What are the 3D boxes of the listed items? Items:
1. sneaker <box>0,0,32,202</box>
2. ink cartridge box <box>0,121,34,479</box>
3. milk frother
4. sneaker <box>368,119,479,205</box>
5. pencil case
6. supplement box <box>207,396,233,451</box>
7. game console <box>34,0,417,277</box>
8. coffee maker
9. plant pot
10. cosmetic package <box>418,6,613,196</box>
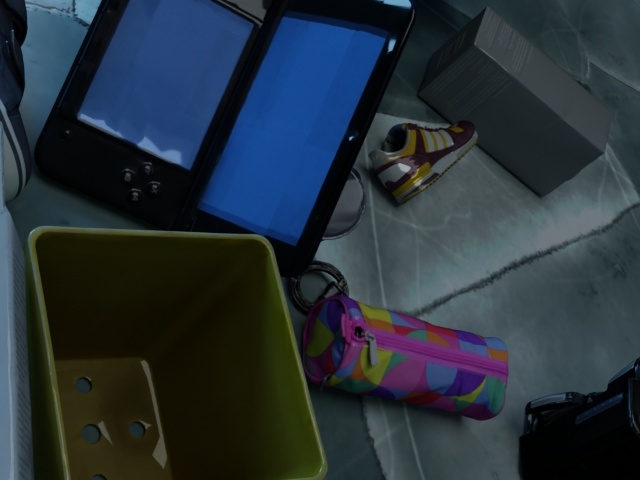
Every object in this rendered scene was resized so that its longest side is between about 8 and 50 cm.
[{"bbox_3d":[-0.322,-0.186,0.947,0.127,0.126,0.321,-23,77,-38],"label":"sneaker"},{"bbox_3d":[-0.357,0.091,0.669,0.324,0.071,0.330,-6,64,-7],"label":"ink cartridge box"},{"bbox_3d":[0.000,0.000,1.066,0.143,0.135,0.129,38,77,-8],"label":"milk frother"},{"bbox_3d":[0.131,-0.122,1.290,0.084,0.069,0.185,52,44,-6],"label":"sneaker"},{"bbox_3d":[0.092,0.126,1.085,0.236,0.104,0.104,16,55,-30],"label":"pencil case"},{"bbox_3d":[-0.042,0.252,0.917,0.078,0.080,0.233,-7,70,-37],"label":"supplement box"},{"bbox_3d":[-0.094,-0.148,0.976,0.250,0.173,0.293,25,85,-22],"label":"game console"},{"bbox_3d":[0.320,0.234,1.132,0.120,0.178,0.171,11,57,-31],"label":"coffee maker"},{"bbox_3d":[-0.151,0.128,0.836,0.212,0.187,0.212,2,62,-36],"label":"plant pot"},{"bbox_3d":[0.265,-0.184,1.392,0.238,0.127,0.107,36,46,-16],"label":"cosmetic package"}]
